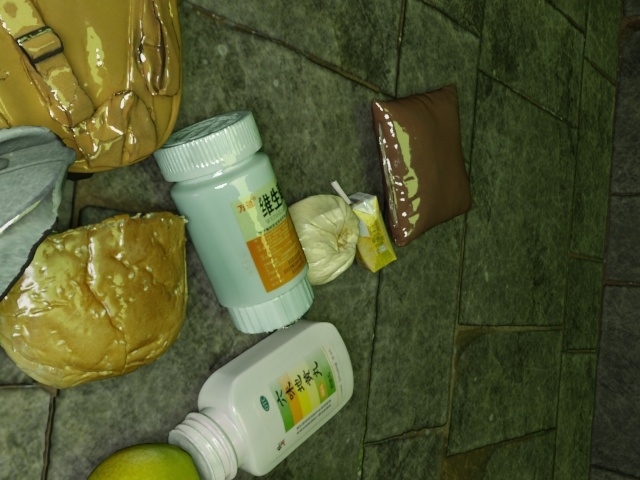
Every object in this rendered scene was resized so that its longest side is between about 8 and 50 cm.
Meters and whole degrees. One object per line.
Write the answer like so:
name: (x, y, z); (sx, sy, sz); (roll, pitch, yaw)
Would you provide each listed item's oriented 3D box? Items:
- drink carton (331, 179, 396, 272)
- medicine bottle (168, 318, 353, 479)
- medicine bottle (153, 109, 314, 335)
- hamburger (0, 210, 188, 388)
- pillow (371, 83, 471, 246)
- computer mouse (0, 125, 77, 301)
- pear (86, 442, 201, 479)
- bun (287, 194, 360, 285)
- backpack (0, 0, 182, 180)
drink carton: (0.082, -0.041, 1.211); (0.075, 0.084, 0.199); (-28, 114, -18)
medicine bottle: (-0.090, 0.270, 1.018); (0.324, 0.124, 0.179); (-28, 111, -41)
medicine bottle: (-0.123, -0.023, 0.942); (0.158, 0.158, 0.317); (-37, 118, -39)
hamburger: (-0.293, 0.076, 0.791); (0.309, 0.133, 0.211); (-12, 98, -47)
pillow: (0.227, -0.174, 1.333); (0.306, 0.109, 0.307); (-25, 109, -44)
computer mouse: (-0.376, 0.032, 0.579); (0.114, 0.203, 0.374); (33, 106, -34)
pear: (-0.263, 0.373, 0.833); (0.216, 0.166, 0.180); (-20, 120, -12)
bun: (0.000, 0.000, 1.104); (0.188, 0.111, 0.163); (-15, 101, -41)
backpack: (-0.320, -0.255, 0.697); (0.354, 0.201, 0.377); (-18, 102, -45)
